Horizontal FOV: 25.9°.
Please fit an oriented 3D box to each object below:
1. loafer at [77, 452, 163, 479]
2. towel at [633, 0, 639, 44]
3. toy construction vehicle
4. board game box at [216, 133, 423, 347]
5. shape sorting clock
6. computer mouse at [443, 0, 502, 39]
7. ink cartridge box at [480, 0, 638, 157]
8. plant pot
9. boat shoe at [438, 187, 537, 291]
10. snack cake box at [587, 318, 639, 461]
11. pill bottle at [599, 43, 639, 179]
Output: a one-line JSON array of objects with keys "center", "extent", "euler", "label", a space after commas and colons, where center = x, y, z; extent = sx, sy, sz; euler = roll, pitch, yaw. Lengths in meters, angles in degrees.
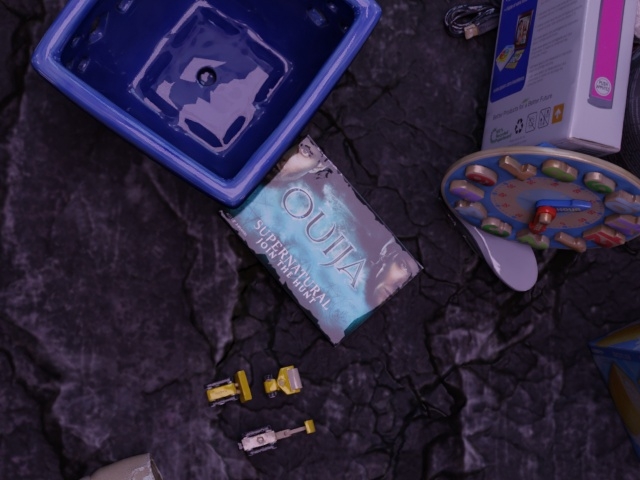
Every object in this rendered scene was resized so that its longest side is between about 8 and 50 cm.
[{"center": [-0.130, 0.320, 1.374], "extent": [0.092, 0.102, 0.268], "euler": [-41, 93, -1], "label": "loafer"}, {"center": [0.426, -0.266, 1.493], "extent": [0.282, 0.049, 0.187], "euler": [27, 84, -5], "label": "towel"}, {"center": [-0.062, 0.173, 1.426], "extent": [0.098, 0.035, 0.086], "euler": [-17, 79, -10], "label": "toy construction vehicle"}, {"center": [0.000, 0.000, 1.440], "extent": [0.126, 0.026, 0.186], "euler": [-42, 93, -6], "label": "board game box"}, {"center": [0.218, -0.036, 1.342], "extent": [0.206, 0.206, 0.040], "euler": [11, 69, -7], "label": "shape sorting clock"}, {"center": [0.145, -0.311, 1.465], "extent": [0.106, 0.042, 0.193], "euler": [-29, 97, -3], "label": "computer mouse"}, {"center": [0.242, -0.254, 1.368], "extent": [0.069, 0.176, 0.371], "euler": [10, 80, -20], "label": "ink cartridge box"}, {"center": [-0.105, -0.174, 1.335], "extent": [0.236, 0.212, 0.236], "euler": [36, 84, 1], "label": "plant pot"}, {"center": [0.175, -0.007, 1.456], "extent": [0.049, 0.040, 0.142], "euler": [-37, 93, -16], "label": "boat shoe"}, {"center": [0.367, 0.157, 1.361], "extent": [0.089, 0.264, 0.152], "euler": [-23, 91, -7], "label": "snack cake box"}, {"center": [0.363, -0.119, 1.343], "extent": [0.176, 0.318, 0.176], "euler": [0, 88, -8], "label": "pill bottle"}]
